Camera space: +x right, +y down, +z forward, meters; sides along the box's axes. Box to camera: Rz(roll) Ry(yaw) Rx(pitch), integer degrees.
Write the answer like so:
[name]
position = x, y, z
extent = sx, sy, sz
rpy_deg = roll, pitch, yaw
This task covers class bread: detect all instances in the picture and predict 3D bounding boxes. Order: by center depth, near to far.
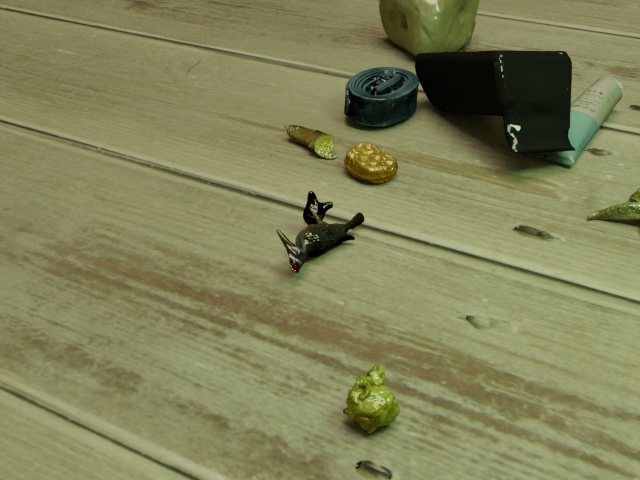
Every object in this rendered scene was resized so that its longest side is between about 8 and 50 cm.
[bread]
position = 0.093, -0.145, 1.541
extent = 0.083, 0.044, 0.111
rpy_deg = -24, 42, -28

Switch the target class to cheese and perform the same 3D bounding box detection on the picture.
[cheese]
position = 0.254, -0.553, 2.036
extent = 0.251, 0.173, 0.248
rpy_deg = 9, 26, 14

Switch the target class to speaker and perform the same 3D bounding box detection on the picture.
[speaker]
position = 0.347, -0.290, 1.650
extent = 0.180, 0.184, 0.388
rpy_deg = -4, 14, -19

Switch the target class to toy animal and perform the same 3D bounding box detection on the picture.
[toy animal]
position = -0.006, -0.007, 1.318
extent = 0.105, 0.070, 0.202
rpy_deg = 28, 36, 9

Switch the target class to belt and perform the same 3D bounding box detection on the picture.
[belt]
position = 0.129, -0.306, 1.748
extent = 0.141, 0.082, 0.190
rpy_deg = 22, 39, 27

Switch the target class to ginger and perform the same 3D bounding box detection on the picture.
[ginger]
position = -0.014, -0.205, 1.639
extent = 0.057, 0.044, 0.137
rpy_deg = -40, 45, -19

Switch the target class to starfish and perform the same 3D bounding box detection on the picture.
[starfish]
position = 0.565, -0.036, 1.364
extent = 0.223, 0.050, 0.217
rpy_deg = 2, 41, 15

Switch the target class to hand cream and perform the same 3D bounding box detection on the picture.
[hand cream]
position = 0.527, -0.236, 1.662
extent = 0.111, 0.070, 0.312
rpy_deg = 25, 49, 31

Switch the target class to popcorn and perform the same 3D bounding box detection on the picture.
[popcorn]
position = 0.065, 0.196, 1.009
extent = 0.068, 0.059, 0.083
rpy_deg = 20, 50, -8
